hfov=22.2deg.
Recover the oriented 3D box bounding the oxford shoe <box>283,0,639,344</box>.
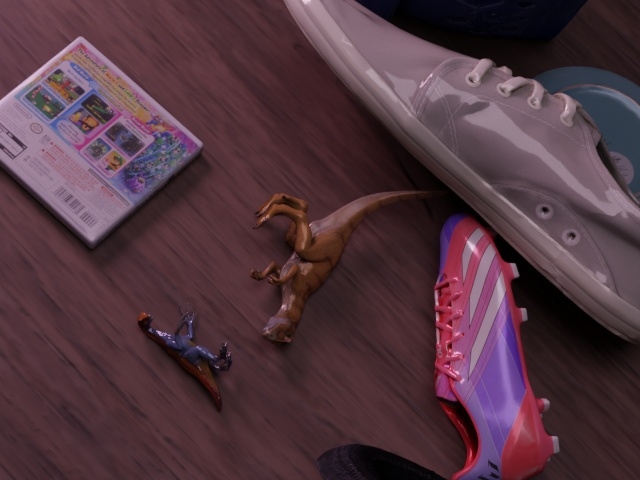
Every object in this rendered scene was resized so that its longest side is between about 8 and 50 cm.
[{"bbox_3d":[0.156,-0.097,1.433,0.449,0.169,0.130,41,104,3],"label":"oxford shoe"}]

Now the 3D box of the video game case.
[{"bbox_3d":[-0.208,-0.089,1.449,0.157,0.019,0.143,41,64,10],"label":"video game case"}]

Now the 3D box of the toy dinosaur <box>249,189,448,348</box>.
[{"bbox_3d":[0.000,0.000,1.436,0.112,0.064,0.211,43,73,-10],"label":"toy dinosaur"}]

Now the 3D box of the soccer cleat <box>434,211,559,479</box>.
[{"bbox_3d":[0.131,0.091,1.402,0.095,0.083,0.248,-10,70,-11],"label":"soccer cleat"}]

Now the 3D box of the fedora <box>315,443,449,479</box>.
[{"bbox_3d":[0.112,0.298,1.230,0.334,0.334,0.152,31,94,4],"label":"fedora"}]

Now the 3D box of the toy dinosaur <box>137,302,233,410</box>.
[{"bbox_3d":[-0.118,0.091,1.373,0.082,0.047,0.090,6,74,12],"label":"toy dinosaur"}]

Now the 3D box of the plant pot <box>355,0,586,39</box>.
[{"bbox_3d":[0.131,-0.323,1.496,0.212,0.236,0.236,-2,79,-6],"label":"plant pot"}]

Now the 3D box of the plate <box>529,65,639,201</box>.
[{"bbox_3d":[0.260,-0.088,1.540,0.188,0.024,0.188,5,64,-10],"label":"plate"}]
